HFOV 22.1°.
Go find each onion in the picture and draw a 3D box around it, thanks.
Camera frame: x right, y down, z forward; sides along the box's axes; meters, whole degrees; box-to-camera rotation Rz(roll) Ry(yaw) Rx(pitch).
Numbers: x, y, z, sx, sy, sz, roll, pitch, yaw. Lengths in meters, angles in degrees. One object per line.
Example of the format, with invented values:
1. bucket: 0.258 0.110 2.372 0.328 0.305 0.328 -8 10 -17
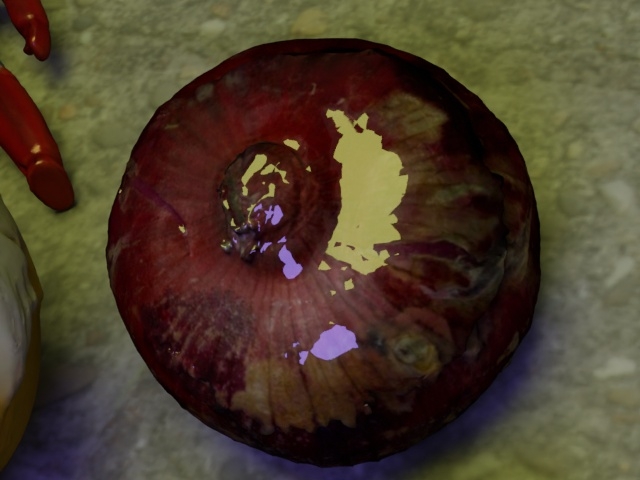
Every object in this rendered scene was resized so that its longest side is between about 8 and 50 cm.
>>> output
1. onion: 0.000 0.000 0.890 0.246 0.190 0.246 -6 68 14

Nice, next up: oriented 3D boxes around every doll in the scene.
1. doll: -0.291 -0.145 1.207 0.188 0.099 0.384 -22 53 3

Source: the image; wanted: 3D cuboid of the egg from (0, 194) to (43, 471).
1. egg: -0.311 0.040 0.926 0.283 0.283 0.345 -39 37 -11
